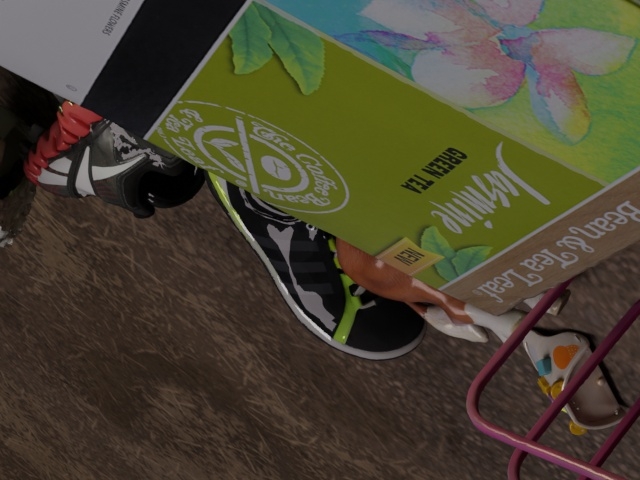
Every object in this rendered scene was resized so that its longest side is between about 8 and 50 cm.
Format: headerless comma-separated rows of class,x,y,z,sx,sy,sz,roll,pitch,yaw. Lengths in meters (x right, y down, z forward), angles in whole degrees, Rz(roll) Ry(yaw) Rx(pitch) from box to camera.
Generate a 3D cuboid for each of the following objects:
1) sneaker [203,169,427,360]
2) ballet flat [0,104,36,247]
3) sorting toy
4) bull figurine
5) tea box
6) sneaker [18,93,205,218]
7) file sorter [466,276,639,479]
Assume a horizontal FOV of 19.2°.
sneaker,0.000,0.000,1.436,0.234,0.084,0.097,46,156,-11
ballet flat,-0.318,-0.064,1.610,0.147,0.147,0.409,42,-175,-1
sorting toy,0.177,0.099,1.403,0.075,0.045,0.083,43,168,54
bull figurine,0.078,-0.044,1.209,0.188,0.101,0.310,33,156,16
tea box,0.041,-0.159,0.819,0.323,0.220,0.329,26,159,-9
sneaker,-0.165,-0.070,1.551,0.135,0.097,0.276,46,156,-4
file sorter,0.247,0.151,1.171,0.182,0.202,0.290,21,150,47
